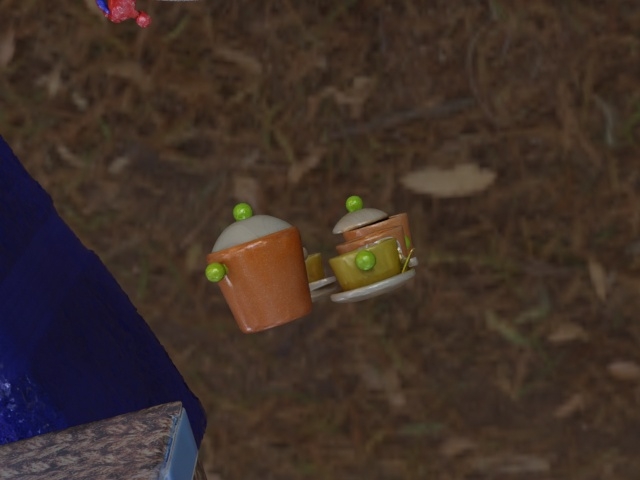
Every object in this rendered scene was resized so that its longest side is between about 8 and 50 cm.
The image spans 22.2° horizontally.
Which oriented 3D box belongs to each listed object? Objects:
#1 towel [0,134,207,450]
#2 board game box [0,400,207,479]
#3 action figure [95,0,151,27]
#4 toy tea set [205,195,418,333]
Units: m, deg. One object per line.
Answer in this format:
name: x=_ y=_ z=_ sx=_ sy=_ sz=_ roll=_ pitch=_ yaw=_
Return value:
towel: x=-0.198 y=0.060 z=1.061 sx=0.076 sy=0.227 sz=0.308 roll=-31 pitch=106 yaw=17
board game box: x=-0.100 y=0.260 z=0.760 sx=0.141 sy=0.232 sz=0.291 roll=-15 pitch=103 yaw=5
action figure: x=-0.173 y=-0.207 z=1.281 sx=0.115 sy=0.030 sz=0.038 roll=46 pitch=117 yaw=14
toy tea set: x=0.000 y=0.000 z=1.688 sx=0.200 sy=0.336 sz=0.124 roll=-18 pitch=92 yaw=8
